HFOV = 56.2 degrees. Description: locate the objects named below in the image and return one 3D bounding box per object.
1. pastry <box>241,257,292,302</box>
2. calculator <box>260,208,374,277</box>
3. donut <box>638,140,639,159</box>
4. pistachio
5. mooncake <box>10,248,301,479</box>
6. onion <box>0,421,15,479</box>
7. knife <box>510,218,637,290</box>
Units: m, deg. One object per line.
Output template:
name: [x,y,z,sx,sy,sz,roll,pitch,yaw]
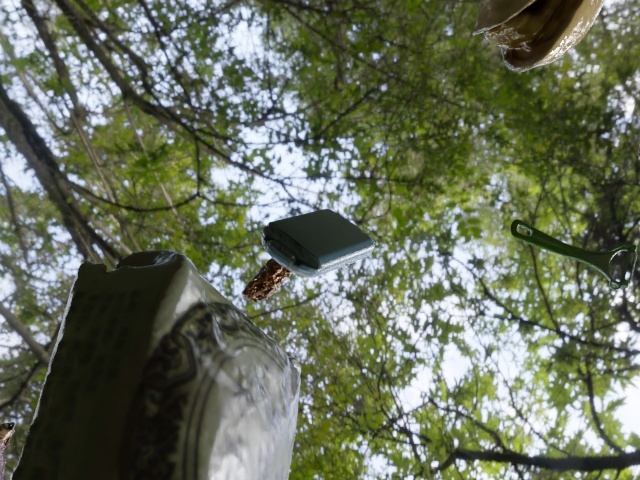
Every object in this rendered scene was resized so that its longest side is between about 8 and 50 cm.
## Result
pastry: [-0.098,0.074,1.289,0.063,0.087,0.169,38,-119,5]
calculator: [0.000,0.000,0.952,0.121,0.039,0.210,38,-149,24]
donut: [0.333,-0.052,0.434,0.166,0.108,0.065,-21,-145,49]
pistachio: [0.359,-0.407,0.969,0.187,0.187,0.299,26,-112,28]
mooncake: [-0.098,0.159,0.449,0.136,0.250,0.254,-1,-118,18]
onion: [-0.475,0.310,0.772,0.159,0.159,0.195,31,-104,32]
knife: [0.337,0.013,0.811,0.166,0.022,0.078,20,-123,14]
